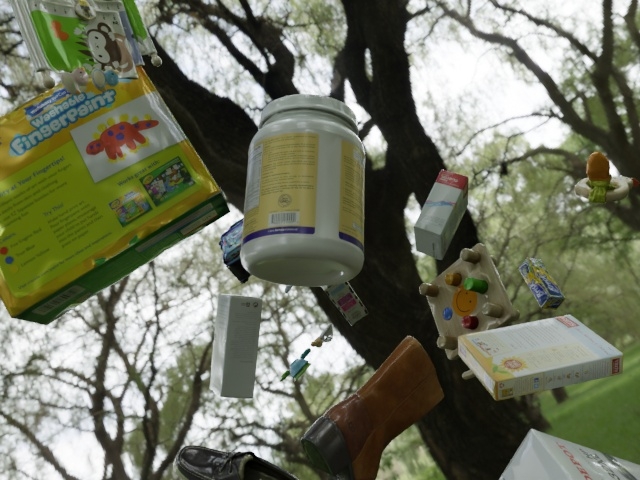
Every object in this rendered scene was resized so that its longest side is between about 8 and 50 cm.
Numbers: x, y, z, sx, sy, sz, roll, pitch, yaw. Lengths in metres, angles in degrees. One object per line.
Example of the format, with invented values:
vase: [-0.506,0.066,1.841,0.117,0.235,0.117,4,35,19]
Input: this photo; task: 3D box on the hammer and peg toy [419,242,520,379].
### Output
hammer and peg toy: [0.425,0.221,1.770,0.127,0.361,0.266,14,-43,-33]

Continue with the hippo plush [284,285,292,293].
hippo plush: [0.000,0.000,2.144,0.236,0.294,0.234,0,-26,-25]

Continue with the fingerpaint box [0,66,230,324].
fingerpaint box: [-0.469,-0.108,1.257,0.444,0.371,0.163,-33,-10,-8]

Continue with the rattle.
rattle: [0.756,-0.182,1.627,0.199,0.143,0.130,-19,13,-21]

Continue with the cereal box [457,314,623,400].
cereal box: [0.396,0.209,1.150,0.240,0.047,0.173,-9,19,-7]

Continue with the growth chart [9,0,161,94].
growth chart: [-0.328,-0.296,0.894,0.021,0.172,0.237,-22,7,34]

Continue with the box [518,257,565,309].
box: [0.670,0.130,1.902,0.059,0.169,0.054,7,-51,-21]

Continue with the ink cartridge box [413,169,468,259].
ink cartridge box: [0.293,-0.061,1.514,0.175,0.072,0.127,-61,-23,-21]

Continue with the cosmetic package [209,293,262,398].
cosmetic package: [-0.200,0.244,1.469,0.085,0.231,0.117,8,-6,-23]

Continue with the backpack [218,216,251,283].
backpack: [-0.178,-0.003,1.596,0.158,0.173,0.117,-30,-52,10]

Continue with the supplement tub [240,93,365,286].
supplement tub: [-0.030,-0.094,1.248,0.240,0.332,0.241,2,-20,1]

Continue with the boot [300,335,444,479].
boot: [0.113,0.347,1.092,0.280,0.264,0.096,-35,18,-33]

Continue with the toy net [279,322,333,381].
toy net: [-0.026,0.337,1.858,0.232,0.045,0.122,-41,-12,-41]

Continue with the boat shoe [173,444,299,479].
boat shoe: [-0.160,0.472,1.272,0.103,0.285,0.092,-56,-17,-55]

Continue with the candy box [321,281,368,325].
candy box: [0.045,0.133,1.869,0.071,0.159,0.233,-36,-40,0]

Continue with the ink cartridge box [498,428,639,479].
ink cartridge box: [0.406,0.388,0.789,0.307,0.223,0.129,21,-76,-15]
